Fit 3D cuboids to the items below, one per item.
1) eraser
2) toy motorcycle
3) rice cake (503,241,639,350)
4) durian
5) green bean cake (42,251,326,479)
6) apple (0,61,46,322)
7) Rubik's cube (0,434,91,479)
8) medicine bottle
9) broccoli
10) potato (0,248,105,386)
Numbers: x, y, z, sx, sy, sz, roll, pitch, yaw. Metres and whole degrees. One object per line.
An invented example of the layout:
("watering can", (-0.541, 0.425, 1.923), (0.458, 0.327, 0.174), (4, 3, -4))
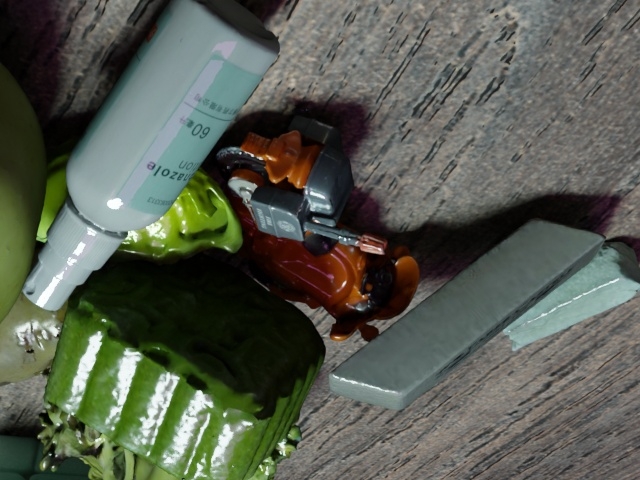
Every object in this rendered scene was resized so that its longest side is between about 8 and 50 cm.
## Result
("eraser", (0.170, 0.088, 1.299), (0.352, 0.077, 0.111), (-36, 166, -9))
("toy motorcycle", (0.000, 0.000, 1.256), (0.221, 0.147, 0.325), (14, 151, 16))
("rice cake", (0.309, 0.068, 1.408), (0.206, 0.069, 0.063), (-28, 138, 33))
("durian", (-0.208, -0.047, 1.193), (0.250, 0.101, 0.139), (-1, 110, 4))
("green bean cake", (-0.139, 0.128, 1.220), (0.250, 0.247, 0.156), (27, 114, 11))
("apple", (-0.426, -0.034, 1.031), (0.357, 0.357, 0.357), (-1, 142, -1))
("Rubik's cube", (-0.373, 0.510, 1.663), (0.322, 0.316, 0.318), (7, 110, -12))
("medicine bottle", (-0.179, -0.077, 1.071), (0.110, 0.110, 0.352), (26, 111, -31))
("broccoli", (-0.204, 0.238, 1.495), (0.334, 0.272, 0.324), (-4, 103, 13))
("potato", (-0.372, 0.093, 1.349), (0.262, 0.165, 0.165), (-11, 141, 6))
